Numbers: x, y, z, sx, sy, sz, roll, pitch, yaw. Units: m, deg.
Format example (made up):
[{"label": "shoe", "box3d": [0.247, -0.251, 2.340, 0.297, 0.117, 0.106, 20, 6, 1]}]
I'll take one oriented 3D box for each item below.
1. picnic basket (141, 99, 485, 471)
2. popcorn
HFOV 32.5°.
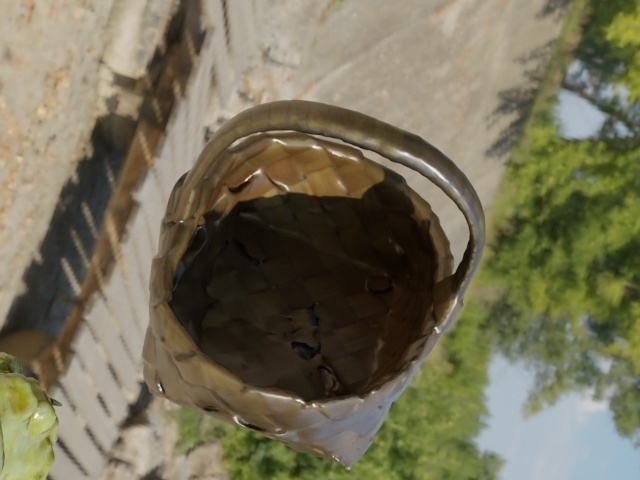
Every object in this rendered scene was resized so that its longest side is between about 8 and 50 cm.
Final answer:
[{"label": "picnic basket", "box3d": [0.000, 0.000, 1.014, 0.337, 0.293, 0.337, -158, -90, -88]}, {"label": "popcorn", "box3d": [-0.266, 0.138, 0.792, 0.142, 0.174, 0.173, -86, -171, -55]}]
